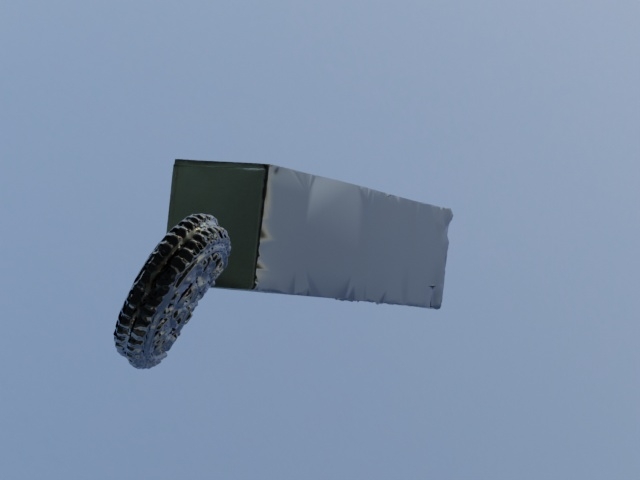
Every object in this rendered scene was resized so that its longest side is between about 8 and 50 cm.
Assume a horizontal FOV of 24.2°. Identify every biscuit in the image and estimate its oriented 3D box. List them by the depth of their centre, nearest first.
[{"bbox_3d":[-0.081,0.029,0.812,0.027,0.089,0.087,31,-132,13],"label":"biscuit"}]

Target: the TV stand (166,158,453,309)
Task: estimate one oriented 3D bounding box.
[{"bbox_3d":[0.000,0.000,1.099,0.083,0.269,0.088,3,-93,31],"label":"TV stand"}]
